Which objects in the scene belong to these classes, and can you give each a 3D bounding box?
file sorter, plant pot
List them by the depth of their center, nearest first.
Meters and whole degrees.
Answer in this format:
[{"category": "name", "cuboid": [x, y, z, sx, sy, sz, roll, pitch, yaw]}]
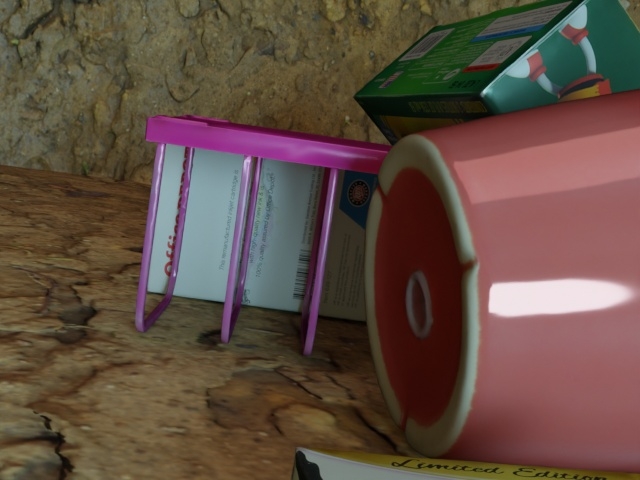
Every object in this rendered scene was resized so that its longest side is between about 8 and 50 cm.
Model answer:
[{"category": "plant pot", "cuboid": [0.169, 0.029, 0.565, 0.243, 0.274, 0.275, -3, 9, -14]}, {"category": "file sorter", "cuboid": [0.000, 0.000, 0.785, 0.291, 0.182, 0.202, 8, 8, -2]}]

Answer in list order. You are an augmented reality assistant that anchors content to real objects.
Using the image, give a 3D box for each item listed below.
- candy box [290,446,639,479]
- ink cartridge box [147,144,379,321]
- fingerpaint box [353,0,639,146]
[{"category": "candy box", "cuboid": [0.082, 0.132, 0.235, 0.159, 0.071, 0.233, 7, 6, -13]}, {"category": "ink cartridge box", "cuboid": [-0.053, -0.024, 0.968, 0.233, 0.171, 0.168, 9, 6, -3]}, {"category": "fingerpaint box", "cuboid": [0.255, -0.069, 1.022, 0.371, 0.163, 0.445, 50, -4, -15]}]
